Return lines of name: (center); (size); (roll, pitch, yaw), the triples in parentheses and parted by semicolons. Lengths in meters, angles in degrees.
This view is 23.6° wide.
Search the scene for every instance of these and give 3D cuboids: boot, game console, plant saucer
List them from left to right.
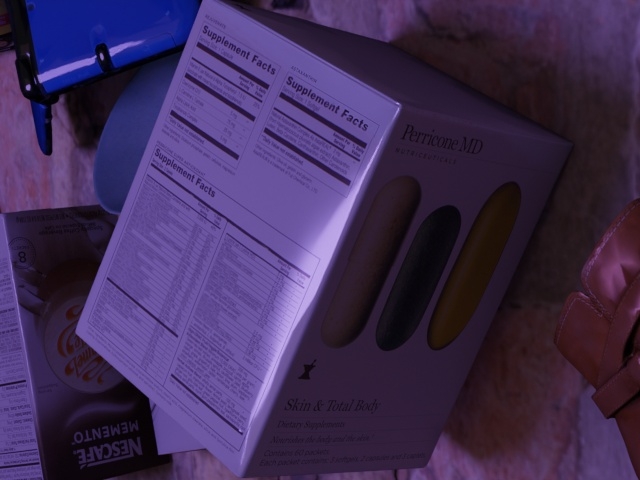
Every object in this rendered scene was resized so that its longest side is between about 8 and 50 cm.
game console: (-0.207, -0.257, 1.361); (0.250, 0.173, 0.293); (-17, 77, 19)
plant saucer: (-0.115, -0.099, 1.282); (0.195, 0.037, 0.195); (-33, 40, 32)
boot: (0.266, 0.046, 0.906); (0.220, 0.109, 0.283); (54, 137, 32)

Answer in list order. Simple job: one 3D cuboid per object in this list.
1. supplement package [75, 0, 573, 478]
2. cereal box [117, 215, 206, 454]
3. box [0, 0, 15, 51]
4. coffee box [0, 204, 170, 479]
supplement package: (0.000, 0.000, 1.067); (0.198, 0.199, 0.263); (34, 108, 38)
cereal box: (-0.093, 0.056, 1.306); (0.173, 0.047, 0.240); (-16, 82, 45)
box: (-0.331, -0.224, 1.414); (0.232, 0.087, 0.058); (130, 127, -79)
coffee box: (-0.236, 0.098, 1.396); (0.098, 0.141, 0.247); (-14, 86, 46)
